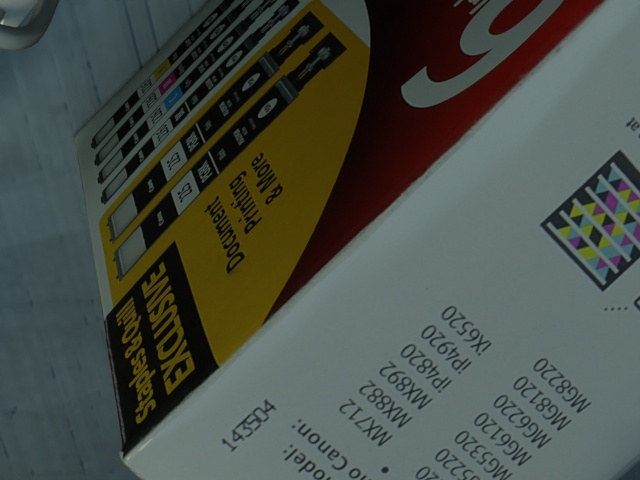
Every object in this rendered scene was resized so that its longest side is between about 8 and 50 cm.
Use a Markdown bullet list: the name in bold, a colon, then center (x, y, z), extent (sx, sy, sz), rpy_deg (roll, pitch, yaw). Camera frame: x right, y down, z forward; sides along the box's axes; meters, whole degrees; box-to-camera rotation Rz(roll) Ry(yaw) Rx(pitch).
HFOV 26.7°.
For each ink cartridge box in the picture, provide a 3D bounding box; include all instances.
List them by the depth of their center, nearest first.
- **ink cartridge box**: center (0.000, 0.000, 0.526), extent (0.272, 0.309, 0.130), rpy_deg (-44, 114, 6)

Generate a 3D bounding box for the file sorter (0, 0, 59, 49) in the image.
- **file sorter**: center (-0.199, -0.105, 0.478), extent (0.193, 0.173, 0.278), rpy_deg (36, 116, -22)
